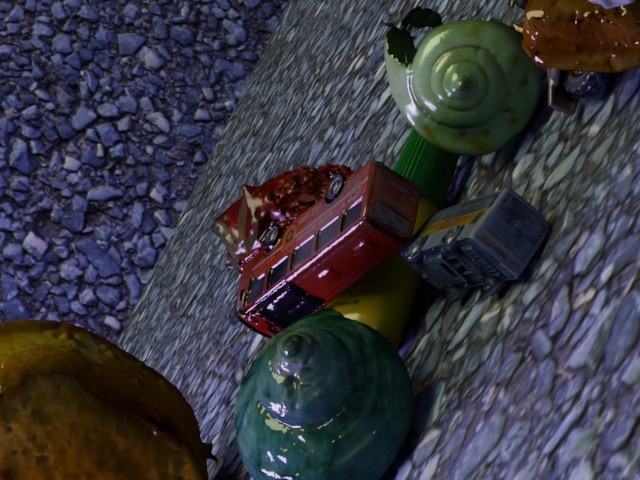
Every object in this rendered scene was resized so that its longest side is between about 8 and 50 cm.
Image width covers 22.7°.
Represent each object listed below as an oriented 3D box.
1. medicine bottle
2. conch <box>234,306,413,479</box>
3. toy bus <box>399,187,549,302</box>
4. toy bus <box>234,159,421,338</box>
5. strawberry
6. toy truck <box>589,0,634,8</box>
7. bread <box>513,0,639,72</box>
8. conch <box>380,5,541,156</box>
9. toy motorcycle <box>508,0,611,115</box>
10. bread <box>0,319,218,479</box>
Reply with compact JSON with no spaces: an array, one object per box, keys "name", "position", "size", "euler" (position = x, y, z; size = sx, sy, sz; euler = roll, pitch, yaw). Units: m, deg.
[{"name":"medicine bottle","position":[0.080,-0.009,1.570],"size":[0.111,0.076,0.309],"euler":[-30,29,52]},{"name":"conch","position":[-0.004,0.133,1.361],"size":[0.202,0.134,0.196],"euler":[112,145,-53]},{"name":"toy bus","position":[0.129,0.004,1.356],"size":[0.075,0.064,0.190],"euler":[-50,8,-16]},{"name":"toy bus","position":[0.001,0.010,1.493],"size":[0.235,0.073,0.096],"euler":[-39,29,43]},{"name":"strawberry","position":[0.000,0.000,1.700],"size":[0.201,0.184,0.187],"euler":[-32,1,-11]},{"name":"toy truck","position":[0.291,-0.350,1.206],"size":[0.207,0.173,0.387],"euler":[-8,40,27]},{"name":"bread","position":[0.245,-0.245,1.323],"size":[0.077,0.139,0.271],"euler":[69,-149,-43]},{"name":"conch","position":[0.133,-0.172,1.552],"size":[0.250,0.144,0.137],"euler":[-100,2,-66]},{"name":"toy motorcycle","position":[0.225,-0.198,1.416],"size":[0.118,0.084,0.212],"euler":[-46,29,46]},{"name":"bread","position":[-0.300,0.269,1.797],"size":[0.336,0.358,0.204],"euler":[-64,16,-8]}]
